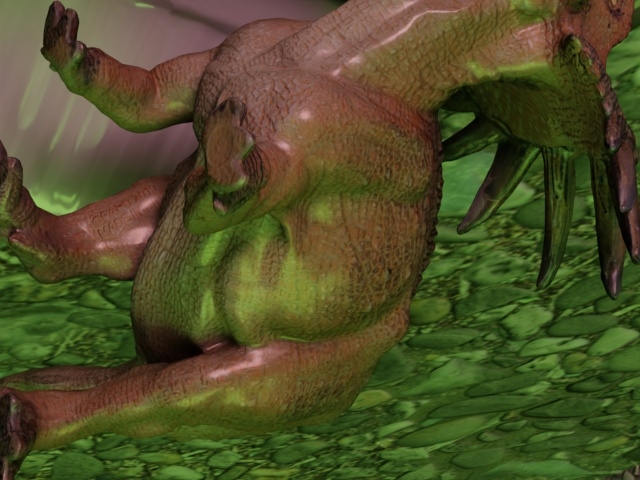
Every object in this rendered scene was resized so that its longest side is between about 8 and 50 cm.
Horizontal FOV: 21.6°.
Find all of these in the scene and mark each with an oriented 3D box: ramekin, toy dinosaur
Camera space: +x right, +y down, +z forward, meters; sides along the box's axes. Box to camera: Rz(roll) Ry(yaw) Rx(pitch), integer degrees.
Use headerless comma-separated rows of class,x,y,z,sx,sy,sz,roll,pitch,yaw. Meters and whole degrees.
ramekin,-0.115,-0.084,0.705,0.273,0.273,0.127,14,102,-45
toy dinosaur,0.000,0.000,0.567,0.200,0.127,0.296,6,136,-35

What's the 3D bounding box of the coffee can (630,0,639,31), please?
coffee can,0.011,-0.196,0.601,0.275,0.202,0.201,13,146,-44
